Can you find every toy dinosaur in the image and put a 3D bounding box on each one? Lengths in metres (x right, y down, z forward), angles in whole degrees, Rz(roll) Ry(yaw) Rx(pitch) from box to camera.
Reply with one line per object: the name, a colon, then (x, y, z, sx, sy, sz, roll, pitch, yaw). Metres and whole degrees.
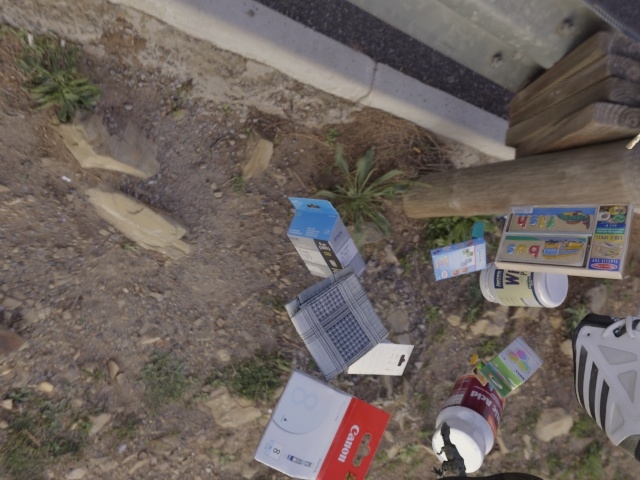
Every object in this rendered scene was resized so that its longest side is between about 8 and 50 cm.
toy dinosaur: (0.374, 0.644, 1.189, 0.064, 0.268, 0.118, 8, 120, -22)

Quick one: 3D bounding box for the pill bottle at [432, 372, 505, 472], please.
pill bottle: (0.605, 0.731, 1.751, 0.392, 0.224, 0.224, -26, 103, -55)

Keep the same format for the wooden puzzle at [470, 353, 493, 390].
wooden puzzle: (0.564, 0.458, 1.497, 0.014, 0.116, 0.079, 3, 118, -35)

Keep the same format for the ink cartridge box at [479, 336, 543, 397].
ink cartridge box: (0.626, 0.410, 1.403, 0.209, 0.062, 0.109, -19, 59, -38)

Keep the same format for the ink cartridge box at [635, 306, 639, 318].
ink cartridge box: (1.273, 0.289, 1.396, 0.309, 0.272, 0.130, 40, 60, 11)

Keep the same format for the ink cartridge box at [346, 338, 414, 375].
ink cartridge box: (0.230, 0.457, 1.711, 0.232, 0.066, 0.189, 3, 125, -14)

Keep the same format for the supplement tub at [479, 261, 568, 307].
supplement tub: (0.953, 0.196, 2.031, 0.235, 0.325, 0.235, 4, 82, -33)

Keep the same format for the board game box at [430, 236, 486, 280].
board game box: (0.568, 0.078, 1.761, 0.211, 0.039, 0.160, -16, 132, 7)

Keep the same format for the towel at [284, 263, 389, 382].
towel: (0.067, 0.289, 1.550, 0.312, 0.056, 0.324, -30, 92, -22)

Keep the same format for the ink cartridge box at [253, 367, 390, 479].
ink cartridge box: (0.014, 0.658, 1.453, 0.385, 0.091, 0.308, 25, 81, 1)

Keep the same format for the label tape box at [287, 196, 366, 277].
label tape box: (0.000, 0.000, 1.690, 0.115, 0.249, 0.348, -50, 127, -26)

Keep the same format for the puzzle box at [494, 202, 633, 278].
puzzle box: (0.865, -0.009, 1.551, 0.052, 0.409, 0.272, 39, 65, -39)

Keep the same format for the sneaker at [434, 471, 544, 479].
sneaker: (0.361, 0.621, 0.939, 0.295, 0.124, 0.178, 3, 77, -11)

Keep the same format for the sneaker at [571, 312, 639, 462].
sneaker: (0.581, 0.149, 0.705, 0.169, 0.257, 0.447, 11, 112, -35)

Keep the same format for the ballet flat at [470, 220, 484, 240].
ballet flat: (0.756, -0.002, 2.099, 0.070, 0.070, 0.188, 25, 69, -23)

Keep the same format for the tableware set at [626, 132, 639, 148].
tableware set: (0.753, -0.224, 0.884, 0.128, 0.194, 0.039, 29, 55, 10)
